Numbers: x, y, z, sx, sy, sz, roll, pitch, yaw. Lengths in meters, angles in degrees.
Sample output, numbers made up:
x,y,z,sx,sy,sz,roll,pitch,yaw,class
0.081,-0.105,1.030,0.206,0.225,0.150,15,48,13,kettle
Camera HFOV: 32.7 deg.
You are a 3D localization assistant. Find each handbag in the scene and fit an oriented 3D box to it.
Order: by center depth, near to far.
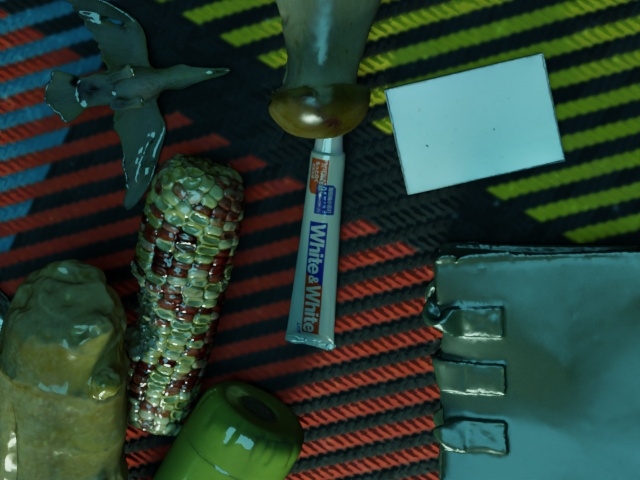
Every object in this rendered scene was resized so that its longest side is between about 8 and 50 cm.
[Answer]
x,y,z,sx,sy,sz,roll,pitch,yaw,class
0.227,0.125,1.015,0.260,0.079,0.247,0,100,8,handbag

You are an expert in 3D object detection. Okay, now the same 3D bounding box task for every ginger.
x,y,z,sx,sy,sz,roll,pitch,yaw,class
-0.241,0.188,1.013,0.190,0.126,0.354,9,103,42,ginger

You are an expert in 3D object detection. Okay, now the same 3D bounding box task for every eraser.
x,y,z,sx,sy,sz,roll,pitch,yaw,class
0.143,-0.107,1.008,0.150,0.023,0.104,-12,99,10,eraser

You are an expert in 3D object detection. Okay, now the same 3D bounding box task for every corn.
x,y,z,sx,sy,sz,roll,pitch,yaw,class
-0.140,0.059,1.043,0.098,0.098,0.290,17,107,4,corn

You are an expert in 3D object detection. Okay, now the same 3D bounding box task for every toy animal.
x,y,z,sx,sy,sz,roll,pitch,yaw,class
-0.166,-0.137,1.008,0.155,0.095,0.219,-7,101,13,toy animal

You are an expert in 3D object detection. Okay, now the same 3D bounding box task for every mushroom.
x,y,z,sx,sy,sz,roll,pitch,yaw,class
0.003,-0.263,0.944,0.128,0.128,0.350,3,100,7,mushroom

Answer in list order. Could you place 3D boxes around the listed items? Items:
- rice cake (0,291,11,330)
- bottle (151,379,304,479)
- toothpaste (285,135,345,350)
x,y,z,sx,sy,sz,roll,pitch,yaw,class
-0.303,0.108,1.100,0.045,0.042,0.245,-39,94,15,rice cake
-0.121,0.268,1.072,0.112,0.112,0.260,31,104,1,bottle
0.000,0.000,1.046,0.052,0.033,0.218,9,106,12,toothpaste
